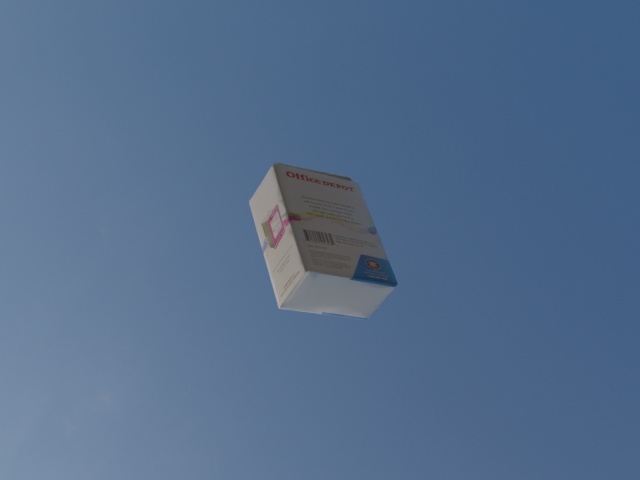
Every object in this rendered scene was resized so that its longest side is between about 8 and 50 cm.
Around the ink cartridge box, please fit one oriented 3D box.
[{"bbox_3d":[0.000,0.000,0.753,0.089,0.052,0.122,11,-136,-31],"label":"ink cartridge box"}]
